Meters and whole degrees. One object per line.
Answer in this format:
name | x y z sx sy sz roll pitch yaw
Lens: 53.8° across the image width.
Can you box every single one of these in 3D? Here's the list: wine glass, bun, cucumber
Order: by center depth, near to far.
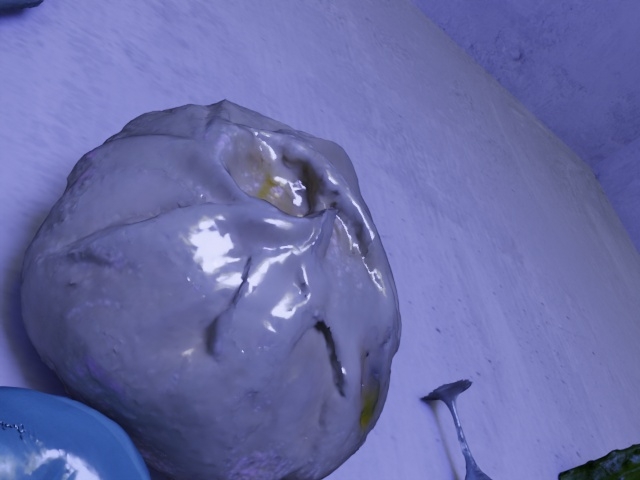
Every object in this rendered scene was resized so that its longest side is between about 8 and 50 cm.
bun | -0.054 0.028 0.565 0.365 0.219 0.365 33 40 -32
wine glass | 0.193 0.302 0.762 0.074 0.074 0.263 20 46 -42
cucumber | 0.487 0.357 0.931 0.134 0.244 0.134 36 29 -23

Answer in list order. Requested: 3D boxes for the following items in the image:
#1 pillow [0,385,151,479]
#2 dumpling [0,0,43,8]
pillow | -0.181 0.194 0.360 0.214 0.086 0.233 -14 68 -51
dumpling | -0.337 -0.292 0.644 0.219 0.152 0.108 -56 145 -70
